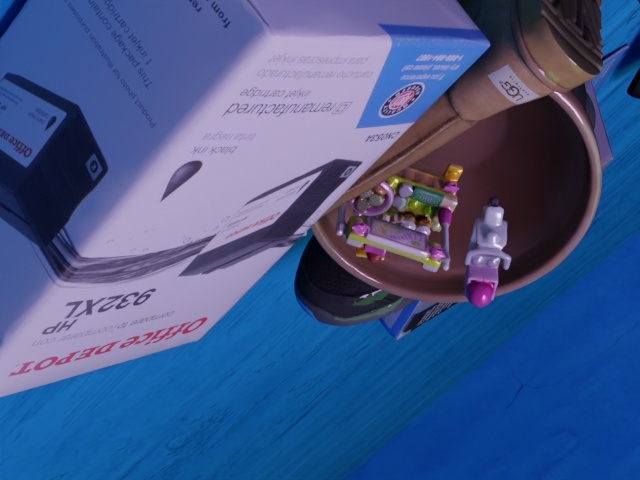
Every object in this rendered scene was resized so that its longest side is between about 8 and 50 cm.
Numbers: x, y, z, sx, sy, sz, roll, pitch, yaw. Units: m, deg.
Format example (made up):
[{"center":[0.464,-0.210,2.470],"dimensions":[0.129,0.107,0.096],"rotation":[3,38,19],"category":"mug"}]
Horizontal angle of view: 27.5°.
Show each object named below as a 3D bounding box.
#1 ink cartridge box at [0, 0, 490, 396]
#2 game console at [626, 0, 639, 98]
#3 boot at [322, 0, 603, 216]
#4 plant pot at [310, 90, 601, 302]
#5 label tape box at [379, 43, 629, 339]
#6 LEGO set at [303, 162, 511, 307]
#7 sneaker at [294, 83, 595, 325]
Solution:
[{"center":[-0.087,-0.056,0.761],"dimensions":[0.307,0.129,0.223],"rotation":[-45,162,30],"category":"ink cartridge box"},{"center":[0.391,-0.256,1.342],"dimensions":[0.213,0.044,0.361],"rotation":[-31,161,-20],"category":"game console"},{"center":[0.059,-0.136,0.890],"dimensions":[0.269,0.089,0.236],"rotation":[-26,-147,36],"category":"boot"},{"center":[0.103,-0.073,1.058],"dimensions":[0.237,0.237,0.109],"rotation":[-47,-158,33],"category":"plant pot"},{"center":[0.211,-0.050,1.449],"dimensions":[0.334,0.106,0.240],"rotation":[-29,163,-23],"category":"label tape box"},{"center":[0.000,0.000,0.986],"dimensions":[0.287,0.107,0.132],"rotation":[0,128,4],"category":"LEGO set"},{"center":[0.101,-0.063,1.206],"dimensions":[0.341,0.125,0.139],"rotation":[-42,151,-5],"category":"sneaker"}]
